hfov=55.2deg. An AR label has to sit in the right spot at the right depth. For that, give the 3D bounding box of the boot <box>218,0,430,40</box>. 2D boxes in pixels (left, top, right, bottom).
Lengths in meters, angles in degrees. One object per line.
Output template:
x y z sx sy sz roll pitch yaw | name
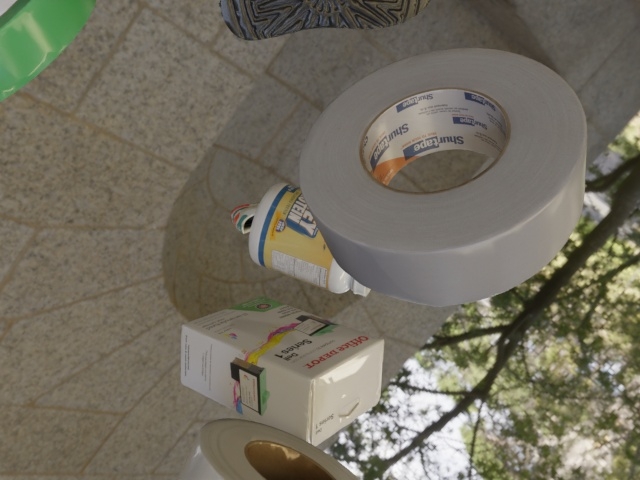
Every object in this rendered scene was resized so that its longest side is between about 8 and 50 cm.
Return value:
-0.004 -0.418 1.026 0.347 0.131 0.260 -7 -159 -3 | boot

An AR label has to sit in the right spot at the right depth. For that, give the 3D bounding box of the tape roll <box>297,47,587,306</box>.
0.096 -0.058 0.495 0.219 0.219 0.072 51 172 42 | tape roll

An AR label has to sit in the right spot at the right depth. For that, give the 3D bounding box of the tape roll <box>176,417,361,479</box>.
-0.066 0.345 0.719 0.246 0.169 0.246 25 -179 0 | tape roll

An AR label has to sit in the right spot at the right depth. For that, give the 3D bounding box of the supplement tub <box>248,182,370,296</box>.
0.000 0.000 0.990 0.199 0.144 0.144 19 -171 13 | supplement tub

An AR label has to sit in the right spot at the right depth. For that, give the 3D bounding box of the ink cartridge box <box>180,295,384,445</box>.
-0.062 0.201 1.010 0.278 0.117 0.201 15 -162 35 | ink cartridge box

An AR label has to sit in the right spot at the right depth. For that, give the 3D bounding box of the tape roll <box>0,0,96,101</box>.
-0.495 -0.319 0.932 0.077 0.321 0.321 53 180 -44 | tape roll

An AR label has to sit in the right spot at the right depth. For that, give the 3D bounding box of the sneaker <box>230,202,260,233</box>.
-0.096 -0.053 1.221 0.075 0.161 0.057 -123 16 -56 | sneaker
